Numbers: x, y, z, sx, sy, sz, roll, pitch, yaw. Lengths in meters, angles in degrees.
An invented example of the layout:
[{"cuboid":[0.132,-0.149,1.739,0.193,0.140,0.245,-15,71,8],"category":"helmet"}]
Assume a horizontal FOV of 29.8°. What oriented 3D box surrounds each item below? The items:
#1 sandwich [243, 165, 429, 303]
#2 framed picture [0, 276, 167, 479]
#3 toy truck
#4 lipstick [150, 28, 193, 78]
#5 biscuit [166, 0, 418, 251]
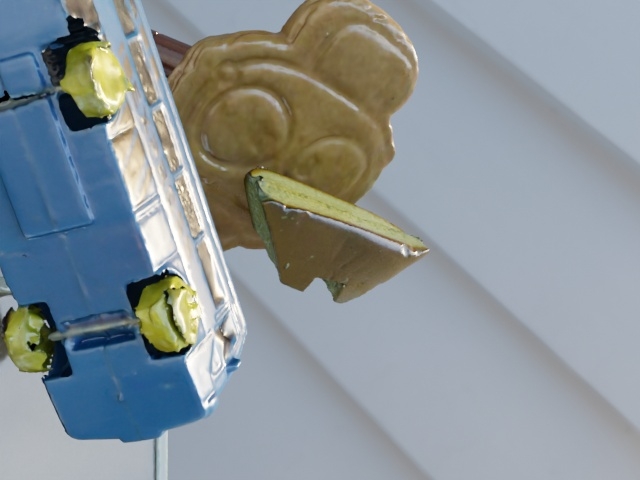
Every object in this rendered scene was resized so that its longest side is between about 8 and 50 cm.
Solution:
[{"cuboid":[0.000,0.000,1.257,0.244,0.090,0.088,18,115,-40],"category":"sandwich"},{"cuboid":[-0.231,0.171,1.132,0.217,0.017,0.274,6,82,-44],"category":"framed picture"},{"cuboid":[-0.178,-0.039,0.938,0.161,0.385,0.162,-12,-165,20],"category":"toy truck"},{"cuboid":[-0.271,-0.275,1.648,0.057,0.356,0.057,-56,161,-30],"category":"lipstick"},{"cuboid":[-0.056,-0.098,1.262,0.269,0.051,0.376,29,115,-34],"category":"biscuit"}]
